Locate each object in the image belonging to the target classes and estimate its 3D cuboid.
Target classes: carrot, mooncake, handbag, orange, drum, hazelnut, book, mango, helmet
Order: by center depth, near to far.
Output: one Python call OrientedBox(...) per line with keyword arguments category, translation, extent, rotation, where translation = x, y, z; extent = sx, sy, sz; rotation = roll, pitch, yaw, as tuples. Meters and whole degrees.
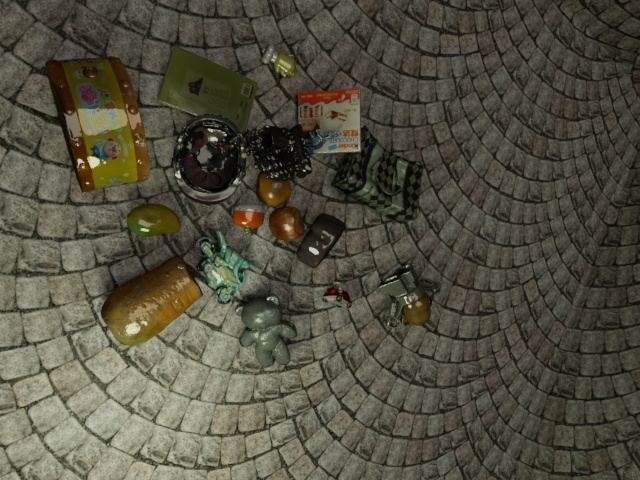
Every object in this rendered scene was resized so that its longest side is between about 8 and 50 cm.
OrientedBox(category="drum", translation=(-0.721, -0.377, 1.492), extent=(0.214, 0.431, 0.430), rotation=(-16, 100, -27))
OrientedBox(category="carrot", translation=(-0.616, 0.224, 1.684), extent=(0.341, 0.224, 0.224), rotation=(-35, 107, -23))
OrientedBox(category="mango", translation=(-0.633, -0.078, 1.739), extent=(0.191, 0.086, 0.121), rotation=(-10, 87, -34))
OrientedBox(category="helmet", translation=(-0.427, -0.310, 1.756), extent=(0.271, 0.197, 0.337), rotation=(4, 99, -17))
OrientedBox(category="book", translation=(-0.439, -0.592, 1.823), extent=(0.353, 0.035, 0.238), rotation=(17, 84, -25))
OrientedBox(category="orange", translation=(-0.193, -0.226, 1.925), extent=(0.170, 0.112, 0.160), rotation=(41, 76, -10))
OrientedBox(category="hazelnut", translation=(-0.145, -0.070, 1.939), extent=(0.151, 0.150, 0.150), rotation=(-2, 94, -25))
OrientedBox(category="mooncake", translation=(0.000, 0.000, 1.958), extent=(0.134, 0.245, 0.244), rotation=(31, 79, -2))
OrientedBox(category="handbag", translation=(0.284, -0.303, 2.114), extent=(0.417, 0.180, 0.316), rotation=(27, 69, -23))

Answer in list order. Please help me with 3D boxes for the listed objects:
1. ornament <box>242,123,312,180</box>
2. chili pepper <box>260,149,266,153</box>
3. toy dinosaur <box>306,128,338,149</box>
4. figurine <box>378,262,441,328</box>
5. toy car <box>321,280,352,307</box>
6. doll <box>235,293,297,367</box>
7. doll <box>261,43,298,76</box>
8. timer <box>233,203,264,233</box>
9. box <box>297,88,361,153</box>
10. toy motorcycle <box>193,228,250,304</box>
OrientedBox(category="ornament", translation=(-0.187, -0.353, 1.862), extent=(0.261, 0.106, 0.250), rotation=(-13, 84, -25))
OrientedBox(category="chili pepper", translation=(-0.208, -0.383, 1.934), extent=(0.073, 0.050, 0.182), rotation=(42, 66, 0))
OrientedBox(category="toy dinosaur", translation=(-0.017, -0.425, 1.932), extent=(0.080, 0.198, 0.045), rotation=(68, 24, -13))
OrientedBox(category="figurine", translation=(0.435, 0.282, 2.214), extent=(0.343, 0.167, 0.284), rotation=(-33, 98, 1))
OrientedBox(category="toy car", translation=(0.087, 0.241, 2.090), extent=(0.139, 0.112, 0.112), rotation=(30, 64, -33))
OrientedBox(category="doll", translation=(-0.228, 0.377, 1.939), extent=(0.246, 0.158, 0.340), rotation=(-15, 117, 7))
OrientedBox(category="doll", translation=(-0.173, -0.757, 1.923), extent=(0.163, 0.062, 0.105), rotation=(26, 78, -25))
OrientedBox(category="timer", translation=(-0.295, -0.089, 1.884), extent=(0.136, 0.099, 0.136), rotation=(1, 88, -14))
OrientedBox(category="box", translation=(0.038, -0.505, 1.961), extent=(0.274, 0.048, 0.264), rotation=(-1, 94, 13))
OrientedBox(category="toy motorcycle", translation=(-0.387, 0.102, 1.850), extent=(0.199, 0.109, 0.296), rotation=(-31, 107, -23))
